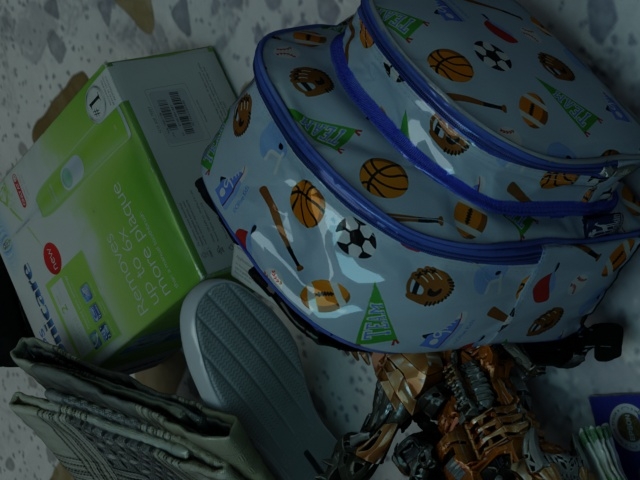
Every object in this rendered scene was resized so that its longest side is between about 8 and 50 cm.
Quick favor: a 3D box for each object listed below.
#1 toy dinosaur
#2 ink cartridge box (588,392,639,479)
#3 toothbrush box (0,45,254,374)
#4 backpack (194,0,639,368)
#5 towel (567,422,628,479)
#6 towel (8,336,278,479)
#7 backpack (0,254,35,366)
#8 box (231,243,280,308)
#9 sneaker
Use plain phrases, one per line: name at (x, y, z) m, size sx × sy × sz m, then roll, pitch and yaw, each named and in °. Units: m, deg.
toy dinosaur at (0.091, 0.148, 1.177) m, size 0.322 × 0.164 × 0.218 m, roll -108°, pitch 37°, yaw -69°
ink cartridge box at (0.312, 0.179, 0.973) m, size 0.371 × 0.069 × 0.176 m, roll -10°, pitch 95°, yaw 52°
toothbrush box at (-0.168, -0.013, 1.407) m, size 0.283 × 0.122 × 0.206 m, roll -37°, pitch 74°, yaw 49°
backpack at (0.066, -0.044, 1.022) m, size 0.276 × 0.263 × 0.213 m, roll 46°, pitch 132°, yaw 30°
towel at (0.209, 0.212, 1.082) m, size 0.113 × 0.023 × 0.152 m, roll 97°, pitch 154°, yaw -61°
towel at (-0.121, 0.234, 1.374) m, size 0.312 × 0.056 × 0.324 m, roll 15°, pitch 142°, yaw 45°
backpack at (-0.360, 0.042, 1.628) m, size 0.115 × 0.152 × 0.182 m, roll -2°, pitch 88°, yaw 40°
box at (0.000, 0.000, 1.235) m, size 0.101 × 0.102 × 0.087 m, roll 32°, pitch 127°, yaw 39°
sneaker at (-0.056, 0.142, 1.301) m, size 0.091 × 0.094 × 0.258 m, roll 5°, pitch 128°, yaw 50°
